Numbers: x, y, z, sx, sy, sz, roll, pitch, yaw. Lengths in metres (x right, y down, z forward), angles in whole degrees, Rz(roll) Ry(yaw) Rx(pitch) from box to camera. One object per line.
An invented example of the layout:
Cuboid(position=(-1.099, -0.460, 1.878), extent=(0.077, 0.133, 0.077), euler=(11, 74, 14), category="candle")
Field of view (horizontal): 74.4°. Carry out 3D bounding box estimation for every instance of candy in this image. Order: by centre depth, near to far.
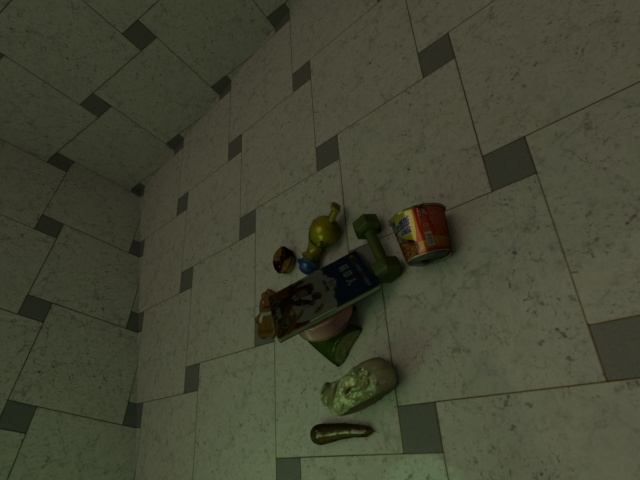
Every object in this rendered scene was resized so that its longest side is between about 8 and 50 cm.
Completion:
Cuboid(position=(0.013, 0.288, 1.679), extent=(0.256, 0.094, 0.255), euler=(-21, 28, 12), category="candy")

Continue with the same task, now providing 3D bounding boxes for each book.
Cuboid(position=(0.001, 0.210, 1.672), extent=(0.428, 0.039, 0.300), euler=(-29, 27, -1), category="book")

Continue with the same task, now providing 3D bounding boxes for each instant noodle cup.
Cuboid(position=(0.363, -0.012, 1.491), extent=(0.213, 0.213, 0.174), euler=(-27, 64, 36), category="instant noodle cup")

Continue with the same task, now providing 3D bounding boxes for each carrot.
Cuboid(position=(0.088, 0.714, 1.573), extent=(0.298, 0.078, 0.078), euler=(-21, 60, 32), category="carrot")

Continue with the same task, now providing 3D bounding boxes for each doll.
Cuboid(position=(0.000, 0.000, 1.914), extent=(0.362, 0.145, 0.199), euler=(-63, 2, 19), category="doll")

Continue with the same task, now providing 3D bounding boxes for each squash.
Cuboid(position=(0.010, 0.370, 1.757), extent=(0.289, 0.111, 0.203), euler=(36, 99, 48), category="squash")

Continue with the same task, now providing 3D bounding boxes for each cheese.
Cuboid(position=(0.139, 0.513, 1.483), extent=(0.266, 0.233, 0.127), euler=(-46, 58, 26), category="cheese")

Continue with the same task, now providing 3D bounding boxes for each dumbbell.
Cuboid(position=(0.223, 0.027, 1.678), extent=(0.108, 0.122, 0.301), euler=(112, 146, -46), category="dumbbell")

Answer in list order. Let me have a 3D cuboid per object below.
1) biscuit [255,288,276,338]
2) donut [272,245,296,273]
Cuboid(position=(-0.256, 0.360, 2.085), extent=(0.184, 0.035, 0.248), euler=(-13, 65, 42), category="biscuit")
Cuboid(position=(-0.177, 0.101, 2.091), extent=(0.141, 0.059, 0.140), euler=(-19, 62, 39), category="donut")
